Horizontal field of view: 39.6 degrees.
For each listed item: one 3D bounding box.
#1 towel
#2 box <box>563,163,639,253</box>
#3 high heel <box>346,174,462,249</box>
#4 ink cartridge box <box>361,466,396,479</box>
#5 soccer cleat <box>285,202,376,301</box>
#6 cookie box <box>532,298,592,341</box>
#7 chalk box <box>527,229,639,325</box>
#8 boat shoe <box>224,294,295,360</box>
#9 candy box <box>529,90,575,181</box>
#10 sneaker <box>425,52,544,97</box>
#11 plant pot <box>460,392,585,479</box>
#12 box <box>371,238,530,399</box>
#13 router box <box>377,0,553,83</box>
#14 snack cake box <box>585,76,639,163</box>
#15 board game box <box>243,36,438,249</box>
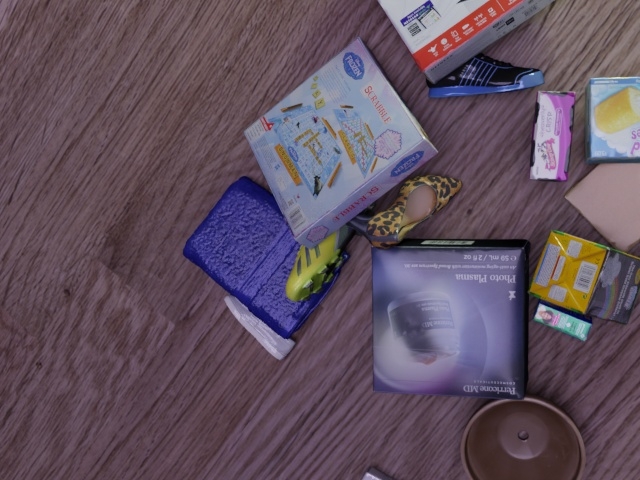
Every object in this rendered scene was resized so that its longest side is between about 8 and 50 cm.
[{"bbox_3d":[-0.116,0.034,1.904,0.308,0.076,0.228,38,88,10],"label":"towel"},{"bbox_3d":[0.604,-0.097,1.726,0.201,0.021,0.164,-45,82,14],"label":"box"},{"bbox_3d":[0.195,-0.053,1.724,0.261,0.186,0.093,-21,111,-15],"label":"high heel"},{"bbox_3d":[0.163,0.617,1.884,0.232,0.066,0.189,28,100,16],"label":"ink cartridge box"},{"bbox_3d":[0.000,0.000,1.811,0.121,0.093,0.289,30,66,13],"label":"soccer cleat"},{"bbox_3d":[0.474,0.151,1.744,0.107,0.092,0.040,22,102,13],"label":"cookie box"},{"bbox_3d":[0.520,0.074,1.685,0.132,0.213,0.133,23,95,45],"label":"chalk box"},{"bbox_3d":[-0.130,0.176,1.928,0.063,0.066,0.184,-45,80,0],"label":"boat shoe"},{"bbox_3d":[0.431,-0.189,1.656,0.071,0.233,0.159,5,95,15],"label":"candy box"},{"bbox_3d":[0.321,-0.334,1.755,0.232,0.081,0.091,-2,99,16],"label":"sneaker"},{"bbox_3d":[0.402,0.407,1.768,0.237,0.110,0.238,2,100,14],"label":"plant pot"},{"bbox_3d":[0.261,0.149,1.757,0.296,0.182,0.294,0,95,16],"label":"box"},{"bbox_3d":[0.272,-0.522,1.717,0.335,0.082,0.301,-34,70,15],"label":"router box"},{"bbox_3d":[0.632,-0.222,1.656,0.264,0.089,0.152,0,87,9],"label":"snack cake box"},{"bbox_3d":[0.029,-0.197,1.777,0.318,0.066,0.319,-37,54,15],"label":"board game box"}]
